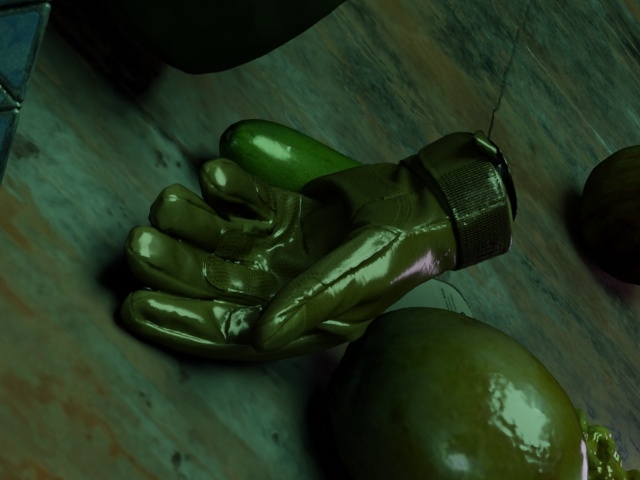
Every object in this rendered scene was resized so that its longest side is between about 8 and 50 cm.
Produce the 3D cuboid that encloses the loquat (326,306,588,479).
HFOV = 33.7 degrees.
[{"bbox_3d":[0.107,0.153,0.838,0.227,0.179,0.179,54,30,13],"label":"loquat"}]

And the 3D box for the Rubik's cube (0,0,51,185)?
[{"bbox_3d":[-0.214,-0.122,0.687,0.211,0.190,0.178,-7,85,-51],"label":"Rubik's cube"}]

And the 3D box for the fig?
[{"bbox_3d":[0.518,-0.076,1.476,0.217,0.321,0.217,32,36,-27],"label":"fig"}]

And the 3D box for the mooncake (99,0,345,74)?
[{"bbox_3d":[-0.049,-0.312,0.870,0.194,0.356,0.356,50,31,-26],"label":"mooncake"}]

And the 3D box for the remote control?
[{"bbox_3d":[0.075,0.059,1.023,0.245,0.022,0.077,19,50,-46],"label":"remote control"}]

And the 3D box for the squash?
[{"bbox_3d":[0.017,-0.038,0.971,0.292,0.082,0.082,20,46,-44],"label":"squash"}]

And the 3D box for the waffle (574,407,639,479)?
[{"bbox_3d":[0.254,0.293,1.005,0.302,0.068,0.325,6,52,-50],"label":"waffle"}]

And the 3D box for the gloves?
[{"bbox_3d":[-0.002,0.007,0.816,0.331,0.141,0.154,-19,74,-23],"label":"gloves"}]
